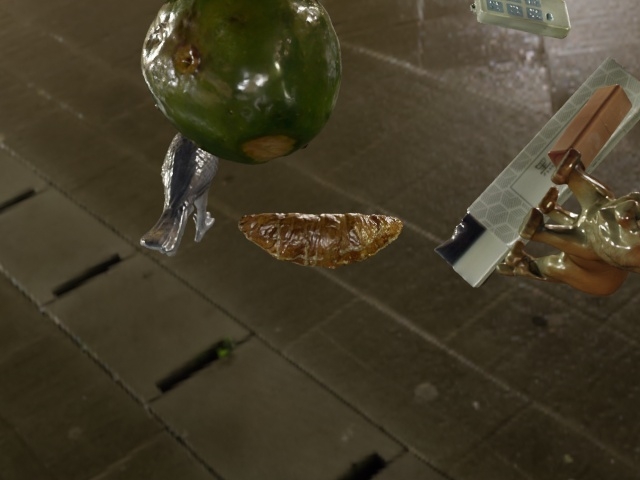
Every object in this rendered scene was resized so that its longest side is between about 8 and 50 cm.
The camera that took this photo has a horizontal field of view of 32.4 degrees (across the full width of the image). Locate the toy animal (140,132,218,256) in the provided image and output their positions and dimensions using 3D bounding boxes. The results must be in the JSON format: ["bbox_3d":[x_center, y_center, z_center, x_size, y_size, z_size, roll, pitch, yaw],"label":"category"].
[{"bbox_3d":[-0.198,-0.083,1.634,0.081,0.205,0.367,9,56,3],"label":"toy animal"}]

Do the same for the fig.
[{"bbox_3d":[-0.065,-0.165,1.115,0.195,0.245,0.195,-4,79,22],"label":"fig"}]

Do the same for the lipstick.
[{"bbox_3d":[0.370,-0.151,1.506,0.145,0.045,0.045,-49,23,-27],"label":"lipstick"}]

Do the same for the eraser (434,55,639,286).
[{"bbox_3d":[0.351,-0.104,1.728,0.098,0.096,0.404,44,101,15],"label":"eraser"}]

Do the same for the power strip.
[{"bbox_3d":[0.371,-0.420,2.027,0.192,0.035,0.081,9,50,-10],"label":"power strip"}]

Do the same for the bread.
[{"bbox_3d":[0.000,0.000,1.549,0.233,0.076,0.105,2,-7,-9],"label":"bread"}]

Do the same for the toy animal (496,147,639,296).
[{"bbox_3d":[0.284,0.005,1.137,0.158,0.312,0.097,34,79,11],"label":"toy animal"}]
